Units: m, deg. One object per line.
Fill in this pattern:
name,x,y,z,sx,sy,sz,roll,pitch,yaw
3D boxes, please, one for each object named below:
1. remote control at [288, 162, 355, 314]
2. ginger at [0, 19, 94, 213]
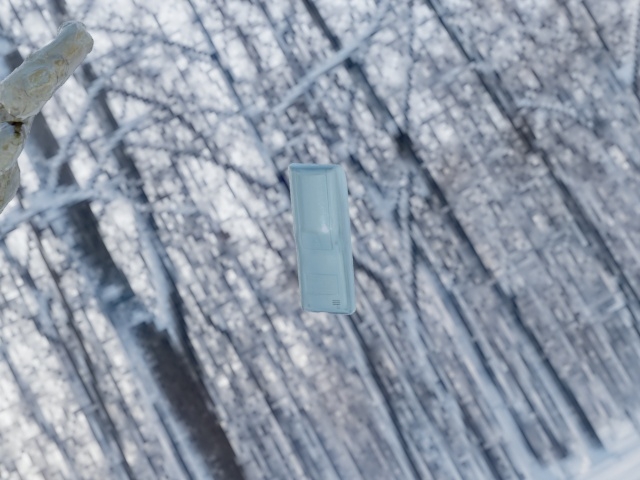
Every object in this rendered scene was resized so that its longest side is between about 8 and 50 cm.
remote control,0.000,0.000,1.353,0.061,0.162,0.029,3,18,26
ginger,-0.304,-0.097,1.262,0.258,0.065,0.149,-54,6,16
